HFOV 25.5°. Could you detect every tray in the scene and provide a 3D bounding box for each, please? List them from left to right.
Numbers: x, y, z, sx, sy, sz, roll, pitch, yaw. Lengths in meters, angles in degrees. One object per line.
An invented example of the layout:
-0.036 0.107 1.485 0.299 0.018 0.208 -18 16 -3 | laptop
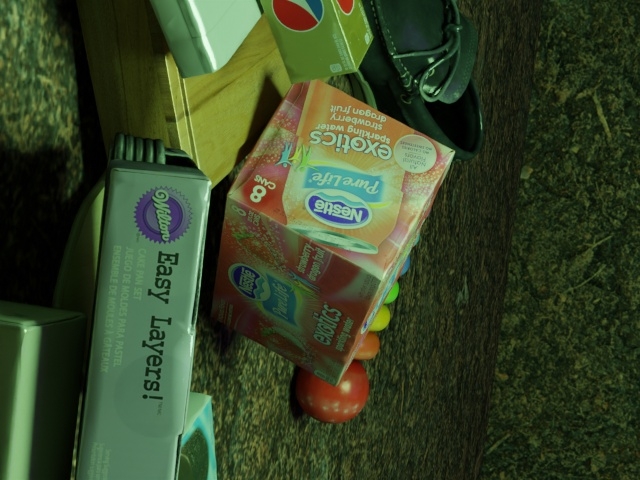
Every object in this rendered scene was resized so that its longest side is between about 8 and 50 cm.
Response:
-0.074 -0.197 1.233 0.411 0.076 0.203 -52 139 -60 | tray

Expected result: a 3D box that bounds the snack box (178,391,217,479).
-0.149 0.319 1.289 0.187 0.060 0.322 -56 149 -55 | snack box

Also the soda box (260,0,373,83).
-0.018 -0.215 1.071 0.061 0.058 0.181 -66 141 -52 | soda box

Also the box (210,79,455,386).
0.000 0.000 1.295 0.142 0.154 0.300 -59 175 -23 | box

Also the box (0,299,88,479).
-0.226 0.175 0.889 0.094 0.113 0.275 -4 103 -73 | box

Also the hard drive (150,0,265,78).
-0.108 -0.299 1.017 0.203 0.040 0.307 -64 140 -53 | hard drive

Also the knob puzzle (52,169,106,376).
-0.168 0.034 1.136 0.213 0.030 0.213 2 90 -70 | knob puzzle

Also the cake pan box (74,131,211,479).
-0.124 0.063 0.956 0.246 0.070 0.267 -138 -125 -76 | cake pan box

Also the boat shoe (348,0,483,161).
0.111 -0.248 1.724 0.500 0.156 0.187 67 37 -57 | boat shoe

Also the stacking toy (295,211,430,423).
0.045 0.060 1.701 0.141 0.141 0.330 4 97 -73 | stacking toy
